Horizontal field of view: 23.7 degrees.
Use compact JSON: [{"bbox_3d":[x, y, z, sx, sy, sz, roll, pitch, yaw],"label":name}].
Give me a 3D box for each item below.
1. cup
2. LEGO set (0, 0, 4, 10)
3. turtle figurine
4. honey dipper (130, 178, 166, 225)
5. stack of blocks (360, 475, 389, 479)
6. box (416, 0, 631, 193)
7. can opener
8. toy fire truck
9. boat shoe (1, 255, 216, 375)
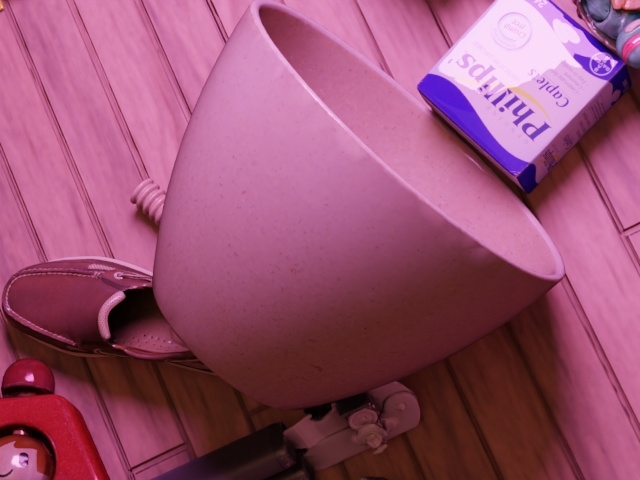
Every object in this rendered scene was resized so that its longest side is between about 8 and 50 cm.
[{"bbox_3d":[0.000,0.000,1.248,0.331,0.331,0.237,45,106,16],"label":"cup"},{"bbox_3d":[-0.416,-0.264,1.489,0.287,0.107,0.132,12,85,16],"label":"LEGO set"},{"bbox_3d":[0.258,-0.225,1.276,0.118,0.175,0.234,-53,39,42],"label":"turtle figurine"},{"bbox_3d":[-0.110,0.004,1.413,0.160,0.030,0.030,42,93,12],"label":"honey dipper"},{"bbox_3d":[0.008,0.351,1.297,0.171,0.087,0.297,30,90,17],"label":"stack of blocks"},{"bbox_3d":[0.178,-0.135,1.334,0.126,0.072,0.137,44,95,17],"label":"box"},{"bbox_3d":[-0.040,0.186,1.354,0.280,0.074,0.093,-29,41,7],"label":"can opener"},{"bbox_3d":[-0.333,0.228,1.379,0.302,0.169,0.254,-7,62,13],"label":"toy fire truck"},{"bbox_3d":[-0.181,0.063,1.385,0.257,0.095,0.095,7,84,16],"label":"boat shoe"}]
